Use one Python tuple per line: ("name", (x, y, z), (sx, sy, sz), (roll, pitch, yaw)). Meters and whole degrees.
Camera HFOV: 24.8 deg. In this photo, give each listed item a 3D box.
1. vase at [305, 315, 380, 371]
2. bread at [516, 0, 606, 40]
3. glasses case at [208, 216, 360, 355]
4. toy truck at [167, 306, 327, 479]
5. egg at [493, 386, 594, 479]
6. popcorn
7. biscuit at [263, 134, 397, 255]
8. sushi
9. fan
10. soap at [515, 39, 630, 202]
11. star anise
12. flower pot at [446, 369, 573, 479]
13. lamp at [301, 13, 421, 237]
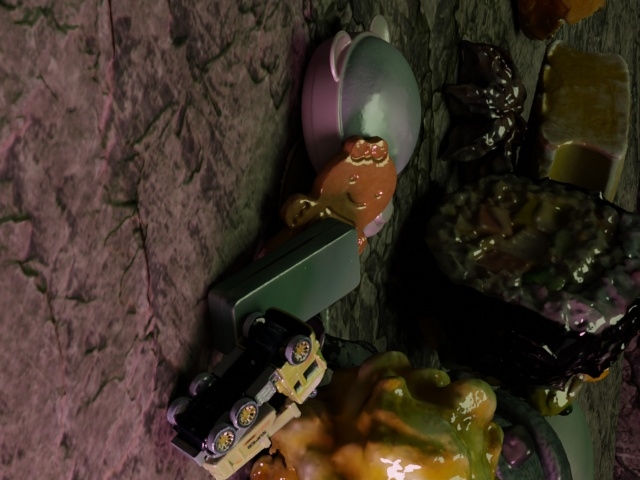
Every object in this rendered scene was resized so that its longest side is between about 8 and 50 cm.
("vase", (0.013, 0.127, 1.663), (0.167, 0.059, 0.059), (32, 67, -61))
("bread", (0.385, -0.480, 2.301), (0.344, 0.149, 0.195), (69, 36, -51))
("glasses case", (-0.034, 0.048, 1.482), (0.184, 0.039, 0.077), (-32, 131, -37))
("toy truck", (-0.066, 0.155, 1.405), (0.169, 0.077, 0.100), (-49, 139, -19))
("egg", (0.319, 0.368, 2.309), (0.371, 0.230, 0.230), (-69, 155, -46))
("popcorn", (0.100, 0.277, 1.601), (0.290, 0.326, 0.321), (-67, 164, -2))
("biscuit", (0.017, -0.025, 1.555), (0.184, 0.027, 0.133), (-44, 137, -2))
("sushi", (0.286, 0.098, 2.022), (0.328, 0.328, 0.285), (-59, 163, -47))
("fan", (0.001, 0.000, 1.676), (0.229, 0.011, 0.335), (-44, 137, -56))
("soap", (0.376, -0.100, 2.284), (0.293, 0.156, 0.335), (-72, 173, -50))
("star anise", (0.256, -0.175, 2.146), (0.223, 0.109, 0.235), (-18, 112, -71))
("flower pot", (0.179, 0.311, 1.885), (0.283, 0.299, 0.299), (20, 78, -60))
("lamp", (0.053, -0.120, 1.617), (0.179, 0.108, 0.246), (-32, 125, -56))
